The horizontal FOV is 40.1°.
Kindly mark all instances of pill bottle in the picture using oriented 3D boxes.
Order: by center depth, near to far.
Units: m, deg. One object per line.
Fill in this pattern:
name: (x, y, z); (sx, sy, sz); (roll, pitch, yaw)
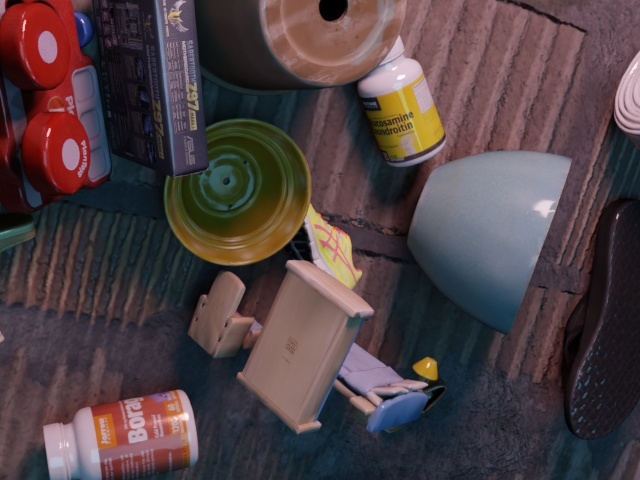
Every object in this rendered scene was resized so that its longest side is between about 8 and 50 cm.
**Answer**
pill bottle: (-0.301, 0.303, 1.324); (0.216, 0.121, 0.121); (-9, 109, -19)
pill bottle: (0.116, -0.212, 1.333); (0.103, 0.103, 0.184); (-29, 114, -10)

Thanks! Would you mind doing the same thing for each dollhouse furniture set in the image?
dollhouse furniture set: (0.022, 0.129, 1.343); (0.303, 0.286, 0.198); (4, 116, -52)

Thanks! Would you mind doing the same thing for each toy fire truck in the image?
toy fire truck: (-0.358, -0.190, 1.099); (0.169, 0.254, 0.302); (0, 109, 16)

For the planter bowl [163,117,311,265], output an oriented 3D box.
planter bowl: (-0.129, -0.079, 1.287); (0.217, 0.090, 0.217); (-6, 109, -19)

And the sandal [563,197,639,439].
sandal: (0.532, 0.144, 1.619); (0.167, 0.107, 0.445); (14, 89, -23)

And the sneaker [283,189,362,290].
sneaker: (0.000, 0.000, 1.379); (0.094, 0.081, 0.208); (-37, 115, -30)

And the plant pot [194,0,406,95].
plant pot: (-0.039, -0.321, 1.122); (0.323, 0.280, 0.323); (-9, 116, -20)

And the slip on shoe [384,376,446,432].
slip on shoe: (0.166, 0.291, 1.545); (0.135, 0.041, 0.051); (-37, 116, -7)

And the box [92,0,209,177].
box: (-0.223, -0.212, 1.143); (0.059, 0.183, 0.232); (-17, 114, -33)

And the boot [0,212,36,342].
boot: (-0.469, 0.066, 1.211); (0.213, 0.077, 0.165); (-23, 113, -7)

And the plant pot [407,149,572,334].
plant pot: (0.250, -0.022, 1.377); (0.195, 0.290, 0.290); (21, 100, 12)

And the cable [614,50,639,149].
cable: (0.598, -0.255, 1.419); (0.089, 0.257, 0.257); (35, 92, -21)
